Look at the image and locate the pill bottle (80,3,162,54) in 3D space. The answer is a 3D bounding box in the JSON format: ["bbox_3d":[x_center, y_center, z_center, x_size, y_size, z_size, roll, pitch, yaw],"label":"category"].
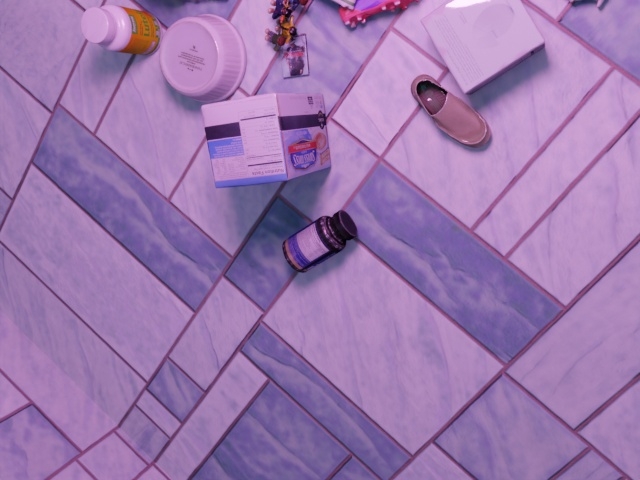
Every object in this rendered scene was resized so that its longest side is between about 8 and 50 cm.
[{"bbox_3d":[-0.618,-0.655,1.841,0.136,0.245,0.136,5,104,20],"label":"pill bottle"}]

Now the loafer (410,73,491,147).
[{"bbox_3d":[0.346,-0.349,1.614,0.268,0.092,0.102,41,113,8],"label":"loafer"}]

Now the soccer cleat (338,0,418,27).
[{"bbox_3d":[0.163,-0.669,1.624,0.248,0.083,0.095,-13,92,26],"label":"soccer cleat"}]

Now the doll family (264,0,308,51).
[{"bbox_3d":[-0.097,-0.647,1.715,0.111,0.076,0.193,40,130,46],"label":"doll family"}]

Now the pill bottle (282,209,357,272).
[{"bbox_3d":[0.000,0.000,1.815,0.219,0.123,0.123,-32,89,24],"label":"pill bottle"}]

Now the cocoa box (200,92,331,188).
[{"bbox_3d":[-0.139,-0.287,1.680,0.231,0.347,0.228,-4,101,22],"label":"cocoa box"}]

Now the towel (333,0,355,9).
[{"bbox_3d":[0.070,-0.823,1.610,0.248,0.038,0.325,38,113,31],"label":"towel"}]

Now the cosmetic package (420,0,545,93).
[{"bbox_3d":[0.418,-0.531,1.520,0.224,0.138,0.224,-30,90,23],"label":"cosmetic package"}]

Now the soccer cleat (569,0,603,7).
[{"bbox_3d":[0.612,-0.633,1.461,0.196,0.068,0.076,20,112,13],"label":"soccer cleat"}]

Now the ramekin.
[{"bbox_3d":[-0.374,-0.564,1.831,0.272,0.127,0.273,5,103,20],"label":"ramekin"}]

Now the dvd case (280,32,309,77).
[{"bbox_3d":[-0.079,-0.555,1.779,0.087,0.013,0.120,0,101,22],"label":"dvd case"}]
